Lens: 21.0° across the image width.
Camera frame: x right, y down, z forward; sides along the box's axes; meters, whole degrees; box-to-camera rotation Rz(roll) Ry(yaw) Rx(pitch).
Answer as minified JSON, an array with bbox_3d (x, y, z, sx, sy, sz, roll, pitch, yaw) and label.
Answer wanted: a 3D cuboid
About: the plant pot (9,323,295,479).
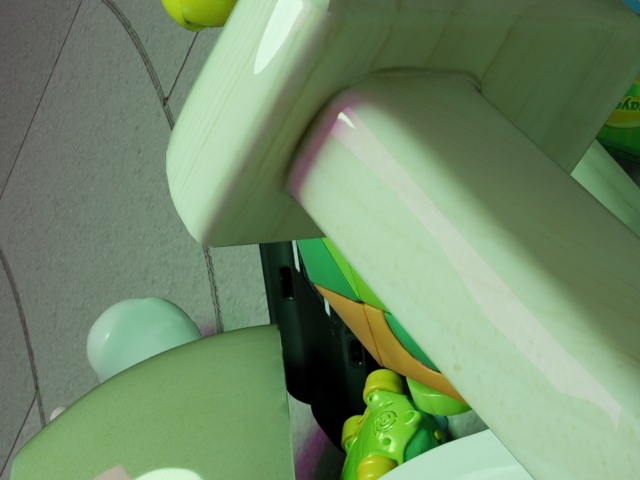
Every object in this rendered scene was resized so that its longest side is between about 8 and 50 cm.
[{"bbox_3d":[-0.113,0.205,1.194,0.284,0.190,0.284,176,90,-87],"label":"plant pot"}]

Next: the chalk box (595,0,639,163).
[{"bbox_3d":[0.126,-0.164,1.065,0.289,0.179,0.180,-68,25,14],"label":"chalk box"}]

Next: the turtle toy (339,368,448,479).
[{"bbox_3d":[0.046,0.151,1.101,0.095,0.066,0.130,-83,11,-45],"label":"turtle toy"}]

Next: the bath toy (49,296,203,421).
[{"bbox_3d":[-0.185,0.221,1.562,0.129,0.151,0.348,30,103,26],"label":"bath toy"}]

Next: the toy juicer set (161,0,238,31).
[{"bbox_3d":[-0.012,-0.202,1.018,0.209,0.089,0.329,-48,29,0],"label":"toy juicer set"}]

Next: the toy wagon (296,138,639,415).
[{"bbox_3d":[0.056,-0.006,0.981,0.344,0.068,0.267,21,138,47],"label":"toy wagon"}]

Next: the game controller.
[{"bbox_3d":[0.000,0.000,1.223,0.166,0.067,0.319,41,144,54],"label":"game controller"}]

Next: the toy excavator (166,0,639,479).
[{"bbox_3d":[0.200,0.102,0.403,0.222,0.445,0.433,-58,29,31],"label":"toy excavator"}]

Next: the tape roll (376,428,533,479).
[{"bbox_3d":[0.095,0.229,0.809,0.286,0.100,0.286,-20,43,20],"label":"tape roll"}]
